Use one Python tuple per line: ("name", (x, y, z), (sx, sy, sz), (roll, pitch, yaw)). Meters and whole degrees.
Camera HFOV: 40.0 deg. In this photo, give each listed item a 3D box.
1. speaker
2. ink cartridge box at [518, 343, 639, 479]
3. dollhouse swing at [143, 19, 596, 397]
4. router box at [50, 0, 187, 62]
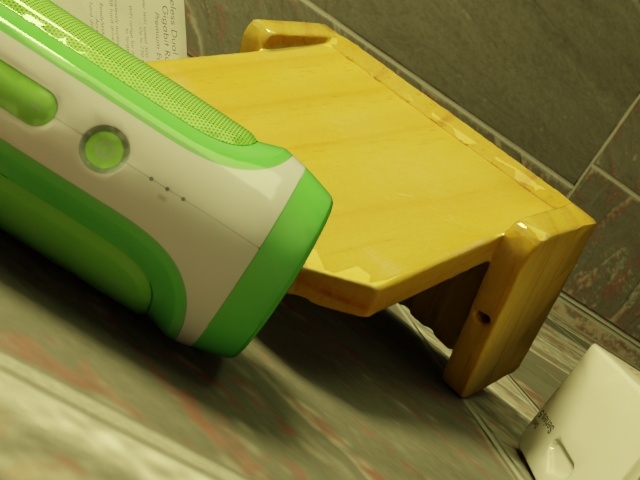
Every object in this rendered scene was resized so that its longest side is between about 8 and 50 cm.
("speaker", (-0.144, -0.058, 0.475), (0.297, 0.131, 0.131), (33, 8, -7))
("ink cartridge box", (0.309, 0.217, 0.670), (0.273, 0.114, 0.198), (33, 8, -4))
("dollhouse swing", (0.000, 0.000, 0.796), (0.305, 0.315, 0.347), (-31, 59, -33))
("router box", (-0.235, -0.295, 0.746), (0.082, 0.335, 0.301), (-3, 0, 25))
